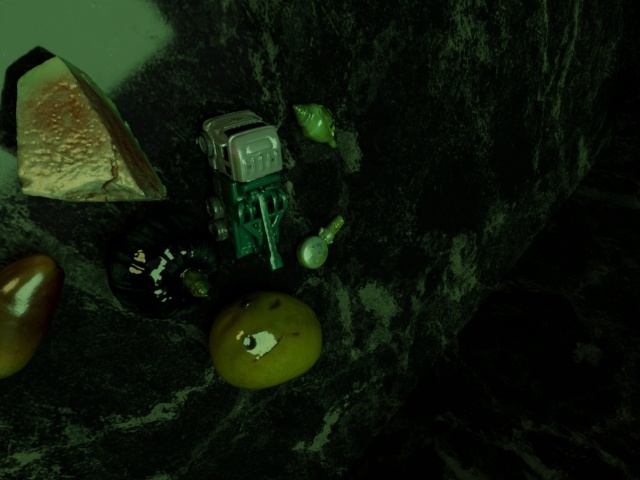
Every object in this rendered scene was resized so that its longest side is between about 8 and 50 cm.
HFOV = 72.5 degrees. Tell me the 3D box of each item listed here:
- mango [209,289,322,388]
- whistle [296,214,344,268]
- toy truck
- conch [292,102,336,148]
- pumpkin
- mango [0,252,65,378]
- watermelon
[{"bbox_3d":[-0.136,0.306,1.294,0.301,0.221,0.445,-55,142,-6],"label":"mango"},{"bbox_3d":[0.000,0.000,1.361,0.198,0.057,0.104,-52,123,-18],"label":"whistle"},{"bbox_3d":[-0.166,-0.113,1.040,0.177,0.178,0.363,-24,126,-31],"label":"toy truck"},{"bbox_3d":[-0.006,-0.308,1.144,0.201,0.080,0.094,1,101,-62],"label":"conch"},{"bbox_3d":[-0.318,0.069,0.955,0.248,0.248,0.247,-23,128,-32],"label":"pumpkin"},{"bbox_3d":[-0.589,0.142,0.841,0.133,0.111,0.267,10,107,-62],"label":"mango"},{"bbox_3d":[-0.393,-0.151,0.783,0.193,0.231,0.310,-4,142,-4],"label":"watermelon"}]
